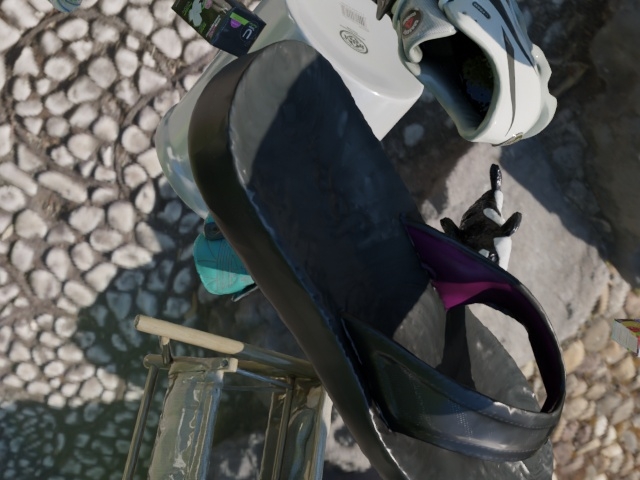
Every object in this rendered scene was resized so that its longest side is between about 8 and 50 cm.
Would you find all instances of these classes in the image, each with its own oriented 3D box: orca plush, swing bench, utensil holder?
[{"bbox_3d":[0.252,-0.029,1.454,0.102,0.287,0.151,28,142,-8],"label":"orca plush"},{"bbox_3d":[-0.116,0.249,1.050,0.255,0.253,0.165,10,154,-1],"label":"swing bench"},{"bbox_3d":[-0.054,-0.233,1.564,0.328,0.327,0.385,32,128,-20],"label":"utensil holder"}]

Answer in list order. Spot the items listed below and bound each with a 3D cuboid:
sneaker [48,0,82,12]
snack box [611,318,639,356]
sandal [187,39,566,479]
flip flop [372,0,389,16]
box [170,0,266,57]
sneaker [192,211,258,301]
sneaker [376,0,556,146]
[{"bbox_3d":[-0.475,-0.483,1.681,0.091,0.126,0.240,-21,162,-18],"label":"sneaker"},{"bbox_3d":[0.530,0.147,1.353,0.141,0.100,0.037,1,100,-4],"label":"snack box"},{"bbox_3d":[0.078,0.064,0.594,0.107,0.167,0.445,-8,132,38],"label":"sandal"},{"bbox_3d":[0.122,-0.530,1.722,0.080,0.112,0.277,-3,96,-39],"label":"flip flop"},{"bbox_3d":[-0.115,-0.254,1.006,0.052,0.083,0.062,-53,150,16],"label":"box"},{"bbox_3d":[-0.052,0.020,1.017,0.178,0.295,0.123,-21,117,-5],"label":"sneaker"},{"bbox_3d":[0.121,-0.246,0.895,0.122,0.146,0.330,-33,85,38],"label":"sneaker"}]
